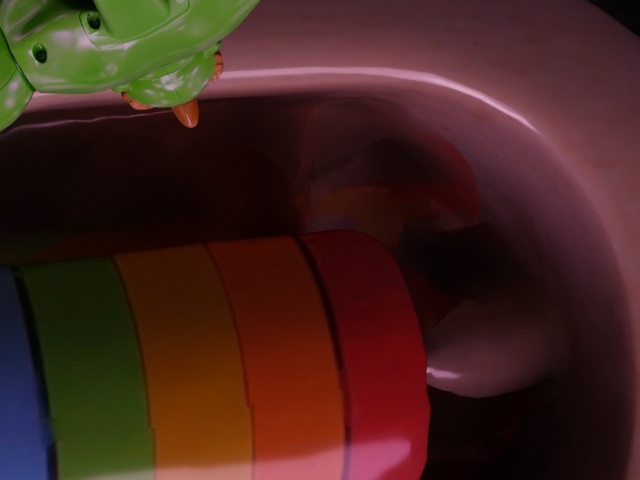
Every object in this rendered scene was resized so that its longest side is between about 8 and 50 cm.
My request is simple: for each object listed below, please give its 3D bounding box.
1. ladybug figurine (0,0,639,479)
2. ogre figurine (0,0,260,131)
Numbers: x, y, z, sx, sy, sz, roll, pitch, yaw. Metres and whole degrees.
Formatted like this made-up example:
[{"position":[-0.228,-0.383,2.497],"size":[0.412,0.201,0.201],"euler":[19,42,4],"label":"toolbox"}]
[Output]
[{"position":[-0.062,0.048,0.542],"size":[0.449,0.305,0.162],"euler":[-2,-178,-21],"label":"ladybug figurine"},{"position":[-0.062,-0.089,0.409],"size":[0.197,0.118,0.097],"euler":[-16,157,-18],"label":"ogre figurine"}]
